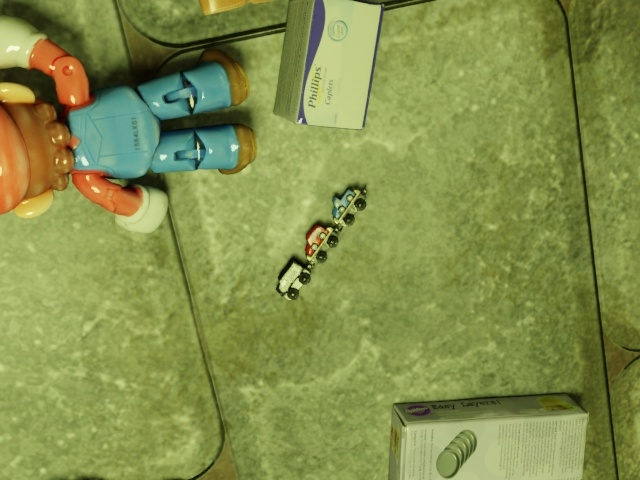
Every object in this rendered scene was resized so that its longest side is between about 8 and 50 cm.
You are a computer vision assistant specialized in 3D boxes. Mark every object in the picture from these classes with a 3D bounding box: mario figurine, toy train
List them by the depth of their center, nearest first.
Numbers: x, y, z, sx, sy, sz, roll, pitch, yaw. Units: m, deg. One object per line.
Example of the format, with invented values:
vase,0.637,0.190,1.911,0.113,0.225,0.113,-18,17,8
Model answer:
mario figurine,-0.239,-0.114,0.845,0.320,0.170,0.198,-11,69,-25
toy train,0.000,0.000,0.964,0.036,0.027,0.158,37,94,-7

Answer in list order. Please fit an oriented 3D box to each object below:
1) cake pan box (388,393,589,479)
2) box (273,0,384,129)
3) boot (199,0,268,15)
cake pan box,0.209,0.334,1.067,0.245,0.070,0.267,-2,104,-9
box,0.004,-0.183,0.861,0.072,0.137,0.126,6,102,-14
boot,-0.127,-0.300,0.823,0.197,0.073,0.152,-14,112,-25
